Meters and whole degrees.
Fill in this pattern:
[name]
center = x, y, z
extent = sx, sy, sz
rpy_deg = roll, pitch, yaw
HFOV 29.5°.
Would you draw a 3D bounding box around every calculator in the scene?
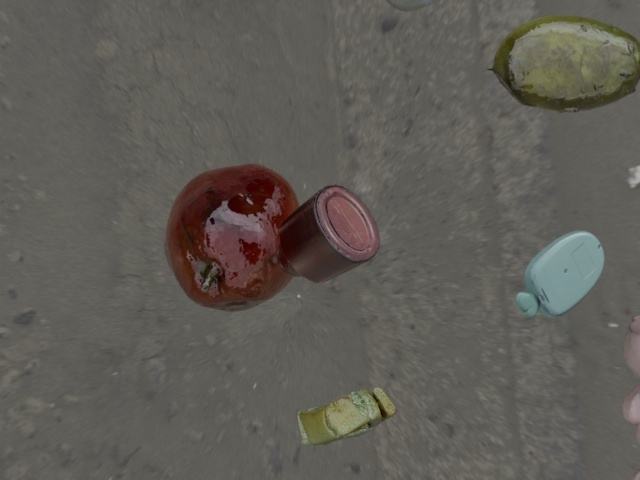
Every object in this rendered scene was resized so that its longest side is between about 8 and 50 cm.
[calculator]
center = 0.321, 0.049, 1.624
extent = 0.153, 0.021, 0.095
rpy_deg = -38, 112, -21

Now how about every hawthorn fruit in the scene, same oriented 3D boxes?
[hawthorn fruit]
center = -0.129, 0.008, 1.791
extent = 0.224, 0.261, 0.224
rpy_deg = 2, 109, 6

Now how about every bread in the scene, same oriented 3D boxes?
[bread]
center = 0.038, 0.261, 1.790
extent = 0.117, 0.156, 0.064
rpy_deg = -14, 81, -29

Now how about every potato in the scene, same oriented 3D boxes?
[potato]
center = 0.377, -0.271, 1.866
extent = 0.251, 0.113, 0.149
rpy_deg = -4, 101, -8

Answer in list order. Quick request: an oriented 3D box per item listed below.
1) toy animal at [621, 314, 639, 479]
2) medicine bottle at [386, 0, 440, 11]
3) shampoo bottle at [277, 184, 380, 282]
[toy animal]
center = 0.322, 0.159, 1.043
extent = 0.124, 0.124, 0.212
rpy_deg = -11, 109, -2
[medicine bottle]
center = 0.084, -0.531, 1.770
extent = 0.123, 0.282, 0.375
rpy_deg = -18, 125, 31
[shampoo bottle]
center = 0.000, 0.000, 1.531
extent = 0.064, 0.260, 0.102
rpy_deg = -35, 91, -16
